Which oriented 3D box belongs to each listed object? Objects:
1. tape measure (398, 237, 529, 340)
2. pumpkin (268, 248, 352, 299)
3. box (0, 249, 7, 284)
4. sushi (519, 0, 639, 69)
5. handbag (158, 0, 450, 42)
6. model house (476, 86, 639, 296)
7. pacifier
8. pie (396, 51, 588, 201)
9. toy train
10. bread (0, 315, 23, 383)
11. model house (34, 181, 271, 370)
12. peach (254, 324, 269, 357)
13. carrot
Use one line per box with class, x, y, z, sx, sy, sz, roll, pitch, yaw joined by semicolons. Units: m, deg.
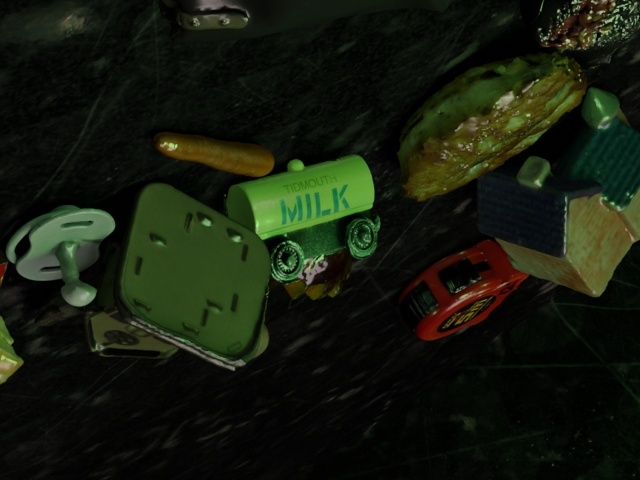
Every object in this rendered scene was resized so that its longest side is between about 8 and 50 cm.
tape measure;0.290;0.102;2.763;0.260;0.114;0.253;-16;156;-33
pumpkin;0.000;0.000;1.982;0.254;0.130;0.149;-6;148;-52
box;-0.441;0.060;1.568;0.133;0.023;0.090;-20;156;-35
sushi;0.334;-0.317;1.702;0.151;0.153;0.172;-3;172;-25
handbag;-0.019;-0.295;1.178;0.288;0.152;0.342;-18;156;-9
model house;0.441;-0.104;2.352;0.312;0.245;0.280;-57;135;-9
pacifier;-0.303;0.025;1.563;0.127;0.116;0.150;1;148;-37
pie;0.252;-0.179;1.984;0.288;0.103;0.355;-12;157;-49
toy train;-0.025;-0.036;1.844;0.253;0.157;0.105;-17;-166;-34
bread;-0.490;0.135;1.420;0.239;0.111;0.246;-42;138;0
model house;-0.233;0.081;1.732;0.218;0.204;0.279;30;144;-29
peach;-0.130;0.166;2.278;0.083;0.083;0.083;-29;162;-11
carrot;-0.130;-0.108;1.630;0.043;0.043;0.248;-40;158;22
